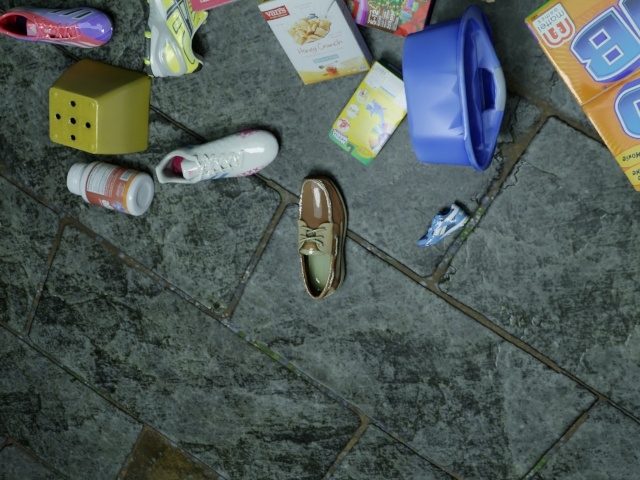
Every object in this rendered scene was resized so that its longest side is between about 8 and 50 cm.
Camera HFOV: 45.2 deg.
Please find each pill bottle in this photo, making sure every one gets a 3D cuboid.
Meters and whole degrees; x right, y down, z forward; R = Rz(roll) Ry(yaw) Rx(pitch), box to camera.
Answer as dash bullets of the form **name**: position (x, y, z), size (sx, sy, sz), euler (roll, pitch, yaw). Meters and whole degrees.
- **pill bottle**: position (-0.577, -0.149, 2.104), size (0.216, 0.121, 0.121), euler (15, 117, 17)

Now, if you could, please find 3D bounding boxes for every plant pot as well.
- **plant pot**: position (-0.583, -0.331, 1.988), size (0.212, 0.187, 0.212), euler (17, 118, 14)

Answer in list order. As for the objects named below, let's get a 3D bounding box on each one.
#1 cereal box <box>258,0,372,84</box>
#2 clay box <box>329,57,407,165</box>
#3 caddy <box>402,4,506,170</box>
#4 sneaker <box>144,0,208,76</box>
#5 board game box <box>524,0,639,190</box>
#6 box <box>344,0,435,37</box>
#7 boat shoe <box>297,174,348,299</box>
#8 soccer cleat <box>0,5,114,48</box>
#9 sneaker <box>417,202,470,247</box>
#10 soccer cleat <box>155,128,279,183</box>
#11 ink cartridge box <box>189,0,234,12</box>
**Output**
- **cereal box**: position (-0.008, -0.462, 1.708), size (0.173, 0.047, 0.240), euler (-8, 142, 27)
- **clay box**: position (0.126, -0.296, 1.790), size (0.127, 0.053, 0.222), euler (38, 122, 3)
- **caddy**: position (0.298, -0.312, 1.606), size (0.179, 0.241, 0.341), euler (1, 113, 27)
- **sneaker**: position (-0.341, -0.583, 1.831), size (0.147, 0.145, 0.384), euler (2, 114, -12)
- **board game box**: position (0.634, -0.367, 1.340), size (0.356, 0.356, 0.356), euler (-33, 95, 33)
- **box**: position (0.163, -0.596, 1.640), size (0.201, 0.057, 0.293), euler (20, 118, 13)
- **boat shoe**: position (0.000, 0.000, 1.933), size (0.123, 0.120, 0.324), euler (1, 113, 22)
- **soccer cleat**: position (-0.682, -0.547, 1.974), size (0.318, 0.116, 0.108), euler (10, 116, 18)
- **sneaker**: position (0.286, -0.036, 1.841), size (0.144, 0.053, 0.059), euler (-37, 96, 22)
- **soccer cleat**: position (-0.265, -0.196, 1.942), size (0.331, 0.143, 0.116), euler (-9, 108, 25)
- **ink cartridge box**: position (-0.192, -0.727, 1.668), size (0.279, 0.160, 0.384), euler (-8, 109, 25)
